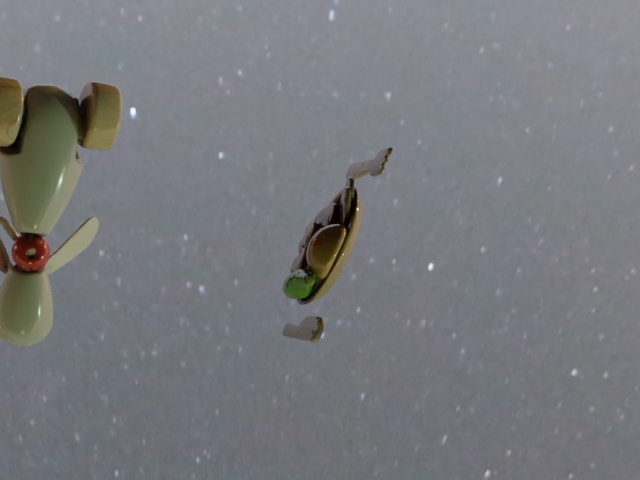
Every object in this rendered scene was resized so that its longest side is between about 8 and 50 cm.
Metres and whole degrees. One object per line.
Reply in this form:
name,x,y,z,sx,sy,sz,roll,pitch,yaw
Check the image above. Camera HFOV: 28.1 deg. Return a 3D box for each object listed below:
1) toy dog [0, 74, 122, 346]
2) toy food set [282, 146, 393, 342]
toy dog,-0.356,-0.059,1.547,0.220,0.161,0.334,29,-87,-24
toy food set,0.000,0.000,1.202,0.038,0.132,0.192,24,-100,-14
